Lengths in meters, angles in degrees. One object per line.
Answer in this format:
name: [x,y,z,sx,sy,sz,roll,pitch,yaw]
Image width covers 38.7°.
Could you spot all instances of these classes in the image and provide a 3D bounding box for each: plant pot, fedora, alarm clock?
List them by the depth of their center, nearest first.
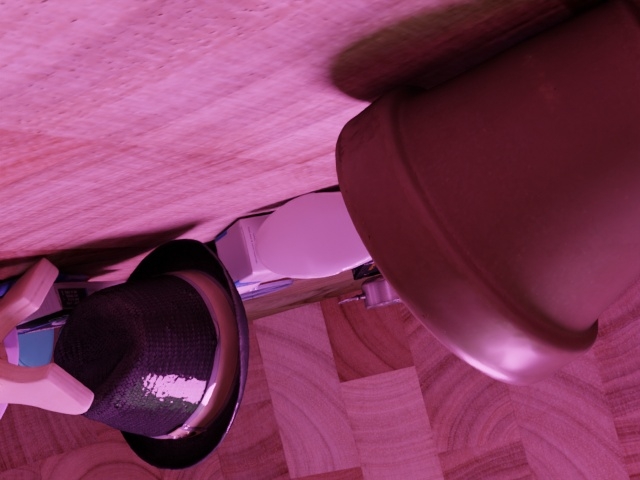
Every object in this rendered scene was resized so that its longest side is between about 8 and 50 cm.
plant pot: [0.179,-0.058,0.695,0.229,0.263,0.263,-40,161,29]
fedora: [-0.240,0.145,1.169,0.152,0.334,0.334,6,161,-42]
alarm clock: [0.122,0.090,1.675,0.192,0.064,0.129,-14,174,-16]

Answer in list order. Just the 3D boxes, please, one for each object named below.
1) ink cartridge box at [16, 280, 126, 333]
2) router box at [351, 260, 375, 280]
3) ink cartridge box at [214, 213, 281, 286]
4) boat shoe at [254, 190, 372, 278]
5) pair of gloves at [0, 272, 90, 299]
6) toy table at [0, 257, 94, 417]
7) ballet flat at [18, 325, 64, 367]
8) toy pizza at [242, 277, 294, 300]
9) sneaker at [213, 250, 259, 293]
ink cartridge box: [-0.409,0.105,1.307,0.208,0.045,0.206,-17,175,15]
router box: [0.174,-0.006,1.615,0.242,0.081,0.309,-14,173,-2]
ink cartridge box: [-0.035,0.006,1.278,0.190,0.082,0.139,-13,174,-23]
boat shoe: [0.066,-0.027,1.166,0.301,0.108,0.102,-22,171,7]
pair of gloves: [-0.434,0.077,1.289,0.198,0.023,0.159,-18,172,24]
toy table: [-0.406,0.144,1.055,0.161,0.274,0.252,-27,133,33]
ballet flat: [-0.517,0.172,1.641,0.124,0.116,0.342,4,-178,14]
toy pizza: [-0.159,0.109,2.085,0.201,0.032,0.201,-15,173,-2]
sneaker: [-0.212,0.168,1.491,0.169,0.258,0.447,-8,171,-40]
